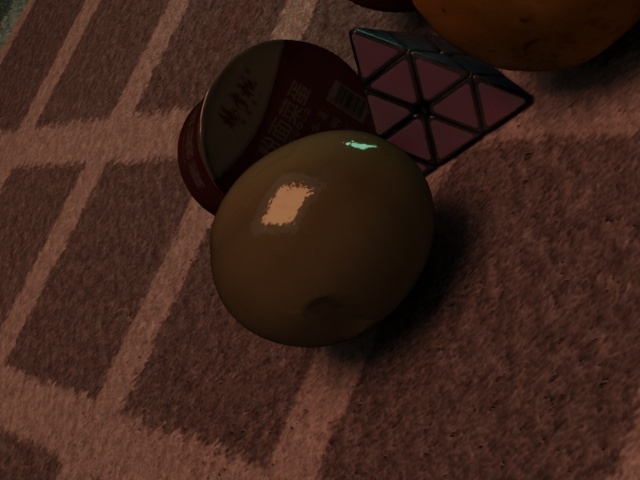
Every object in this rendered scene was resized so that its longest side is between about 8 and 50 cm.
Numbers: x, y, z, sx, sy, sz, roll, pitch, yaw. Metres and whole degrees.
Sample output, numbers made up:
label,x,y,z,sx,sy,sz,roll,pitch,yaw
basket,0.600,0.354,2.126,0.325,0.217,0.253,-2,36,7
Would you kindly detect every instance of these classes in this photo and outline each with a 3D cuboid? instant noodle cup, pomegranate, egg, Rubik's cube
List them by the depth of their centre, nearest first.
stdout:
label,x,y,z,sx,sy,sz,roll,pitch,yaw
pomegranate,0.225,-0.314,1.305,0.307,0.307,0.307,-37,35,33
egg,0.000,0.000,1.388,0.269,0.219,0.219,-47,31,28
Rubik's cube,0.117,-0.191,1.440,0.190,0.178,0.211,-6,59,51
instant noodle cup,-0.066,-0.115,1.608,0.178,0.235,0.234,-12,52,65

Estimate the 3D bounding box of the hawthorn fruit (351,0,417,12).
label,x,y,z,sx,sy,sz,roll,pitch,yaw
hawthorn fruit,0.101,-0.436,1.620,0.284,0.284,0.284,-37,35,33
